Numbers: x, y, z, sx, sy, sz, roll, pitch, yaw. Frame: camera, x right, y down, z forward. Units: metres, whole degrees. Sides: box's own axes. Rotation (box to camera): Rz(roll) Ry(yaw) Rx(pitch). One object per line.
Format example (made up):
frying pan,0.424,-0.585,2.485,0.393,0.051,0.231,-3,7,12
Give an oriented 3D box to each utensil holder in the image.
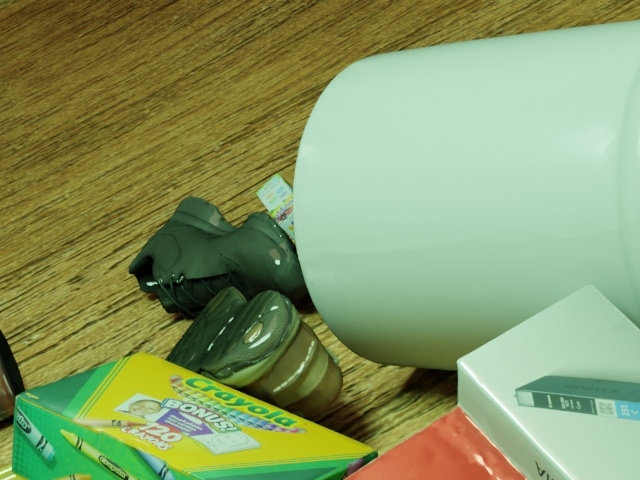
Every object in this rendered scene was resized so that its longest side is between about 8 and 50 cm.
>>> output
utensil holder,0.217,-0.034,1.760,0.385,0.327,0.327,-2,30,40

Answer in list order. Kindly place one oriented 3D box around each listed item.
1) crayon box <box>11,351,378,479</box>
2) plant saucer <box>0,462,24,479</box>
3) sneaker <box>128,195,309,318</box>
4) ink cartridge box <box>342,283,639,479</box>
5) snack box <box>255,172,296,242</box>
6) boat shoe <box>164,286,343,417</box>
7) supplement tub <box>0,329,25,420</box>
crayon box,-0.111,0.191,1.683,0.278,0.081,0.165,19,22,33
plant saucer,-0.265,0.289,1.737,0.332,0.081,0.333,-25,25,-8
sneaker,-0.109,0.037,2.139,0.130,0.109,0.286,-42,24,-21
ink cartridge box,0.194,0.198,1.454,0.261,0.066,0.296,-29,53,-20
snack box,0.000,0.000,2.058,0.037,0.141,0.100,-44,26,2
boat shoe,-0.067,0.126,1.883,0.122,0.120,0.324,-51,12,-10
supplement tub,-0.421,0.166,2.072,0.198,0.106,0.106,-20,25,0
